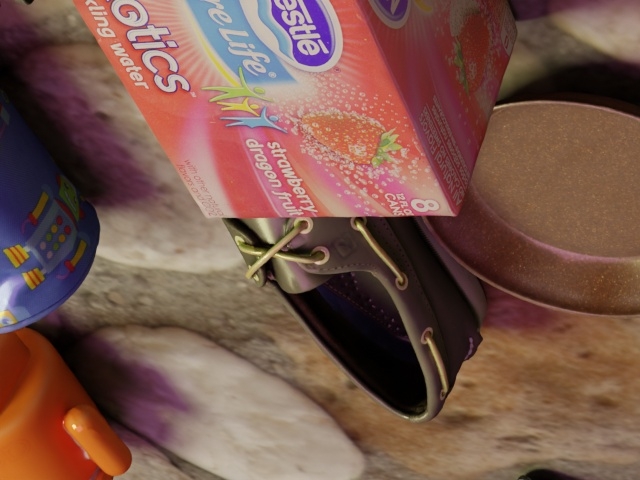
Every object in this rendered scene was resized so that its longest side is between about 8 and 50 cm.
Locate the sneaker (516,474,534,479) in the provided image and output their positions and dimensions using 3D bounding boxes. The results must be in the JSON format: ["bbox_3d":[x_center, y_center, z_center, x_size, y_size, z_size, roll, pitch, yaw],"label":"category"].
[{"bbox_3d":[0.221,0.245,1.253,0.153,0.101,0.269,36,145,-26],"label":"sneaker"}]

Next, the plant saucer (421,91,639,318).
[{"bbox_3d":[0.155,-0.026,0.973,0.199,0.036,0.198,13,145,9],"label":"plant saucer"}]

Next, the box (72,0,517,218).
[{"bbox_3d":[-0.026,-0.155,0.790,0.154,0.142,0.300,0,141,25],"label":"box"}]

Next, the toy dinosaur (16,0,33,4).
[{"bbox_3d":[-0.253,-0.142,0.844,0.322,0.218,0.164,58,168,17],"label":"toy dinosaur"}]

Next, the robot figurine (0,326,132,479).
[{"bbox_3d":[-0.246,0.154,1.346,0.158,0.128,0.219,-25,135,1],"label":"robot figurine"}]

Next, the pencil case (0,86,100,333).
[{"bbox_3d":[-0.266,-0.069,1.048,0.133,0.119,0.306,-23,132,14],"label":"pencil case"}]

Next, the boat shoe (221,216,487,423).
[{"bbox_3d":[0.004,-0.001,1.034,0.109,0.091,0.305,-10,136,37],"label":"boat shoe"}]
